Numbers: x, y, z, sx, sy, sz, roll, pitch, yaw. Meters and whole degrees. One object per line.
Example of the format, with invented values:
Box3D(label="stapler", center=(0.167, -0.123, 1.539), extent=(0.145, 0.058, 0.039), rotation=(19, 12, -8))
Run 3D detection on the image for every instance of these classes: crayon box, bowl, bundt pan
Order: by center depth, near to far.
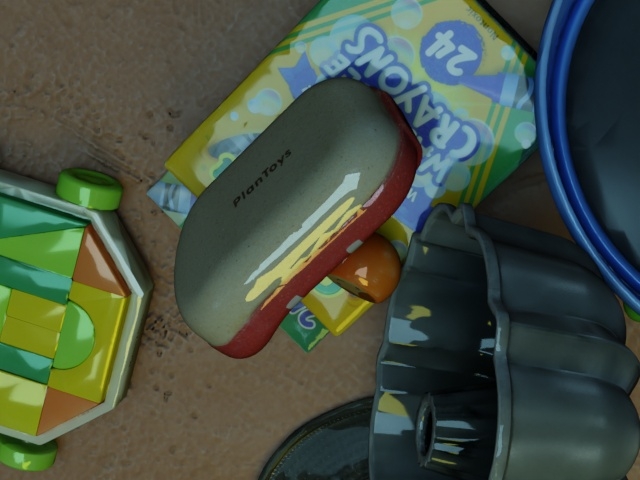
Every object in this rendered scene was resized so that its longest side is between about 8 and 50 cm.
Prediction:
Box3D(label="bundt pan", center=(0.132, 0.139, 1.085), extent=(0.124, 0.331, 0.331), rotation=(5, 104, -12))
Box3D(label="bowl", center=(0.349, -0.099, 1.118), extent=(0.391, 0.077, 0.391), rotation=(0, 87, -2))
Box3D(label="crayon box", center=(0.024, -0.072, 1.226), extent=(0.203, 0.083, 0.323), rotation=(45, 105, -2))

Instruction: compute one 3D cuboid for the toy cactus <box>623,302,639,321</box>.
Box3D(label="toy cactus", center=(0.353, 0.028, 1.200), extent=(0.219, 0.112, 0.180), rotation=(5, 84, 11))

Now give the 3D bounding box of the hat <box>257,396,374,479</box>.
Box3D(label="hat", center=(0.087, 0.292, 1.270), extent=(0.331, 0.134, 0.331), rotation=(2, 103, 8))

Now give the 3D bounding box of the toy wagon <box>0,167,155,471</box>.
Box3D(label="toy wagon", center=(-0.323, 0.043, 1.313), extent=(0.344, 0.068, 0.267), rotation=(17, 104, 5))

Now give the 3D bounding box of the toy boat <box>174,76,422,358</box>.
Box3D(label="toy boat", center=(0.000, 0.000, 1.146), extent=(0.231, 0.151, 0.151), rotation=(-43, 121, 15))
